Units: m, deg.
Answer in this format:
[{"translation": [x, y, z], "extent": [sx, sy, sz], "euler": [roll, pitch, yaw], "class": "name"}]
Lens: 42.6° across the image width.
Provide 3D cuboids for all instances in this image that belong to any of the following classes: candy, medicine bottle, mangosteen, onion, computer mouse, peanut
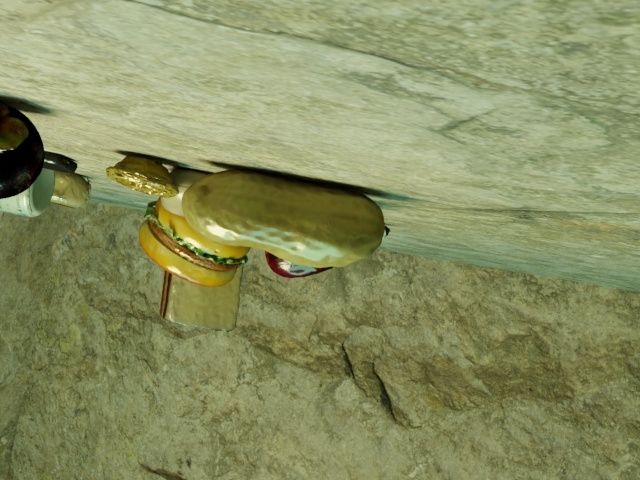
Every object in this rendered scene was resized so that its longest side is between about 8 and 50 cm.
[{"translation": [-0.278, 0.047, 1.971], "extent": [0.179, 0.321, 0.135], "euler": [7, -177, -22], "class": "candy"}, {"translation": [-0.681, -0.127, 1.780], "extent": [0.168, 0.135, 0.135], "euler": [11, 178, 5], "class": "medicine bottle"}, {"translation": [-0.412, -0.122, 1.012], "extent": [0.137, 0.137, 0.151], "euler": [11, 143, -7], "class": "mangosteen"}, {"translation": [-0.006, -0.014, 1.428], "extent": [0.173, 0.135, 0.198], "euler": [-33, -159, -32], "class": "onion"}, {"translation": [-0.223, -0.079, 1.524], "extent": [0.145, 0.082, 0.236], "euler": [10, 177, -10], "class": "computer mouse"}, {"translation": [-0.059, -0.030, 1.282], "extent": [0.318, 0.148, 0.147], "euler": [8, 178, 2], "class": "peanut"}]

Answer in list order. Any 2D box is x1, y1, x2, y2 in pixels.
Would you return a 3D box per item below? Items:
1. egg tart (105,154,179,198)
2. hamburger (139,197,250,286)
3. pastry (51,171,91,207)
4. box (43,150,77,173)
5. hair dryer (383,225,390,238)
[{"translation": [-0.296, -0.109, 1.376], "extent": [0.128, 0.049, 0.129], "euler": [15, 170, 3], "class": "egg tart"}, {"translation": [-0.254, -0.026, 1.728], "extent": [0.246, 0.170, 0.246], "euler": [31, -164, -10], "class": "hamburger"}, {"translation": [-0.674, -0.136, 2.112], "extent": [0.165, 0.088, 0.166], "euler": [13, 176, 1], "class": "pastry"}, {"translation": [-0.567, -0.167, 1.656], "extent": [0.126, 0.027, 0.125], "euler": [12, 175, 2], "class": "box"}, {"translation": [0.039, -0.017, 1.861], "extent": [0.236, 0.131, 0.073], "euler": [-10, 146, 2], "class": "hair dryer"}]
